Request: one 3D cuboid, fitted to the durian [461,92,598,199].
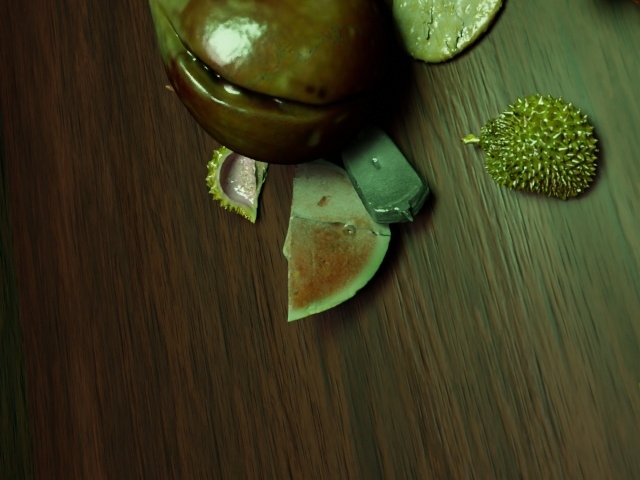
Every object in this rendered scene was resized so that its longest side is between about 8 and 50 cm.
[{"bbox_3d":[0.295,-0.145,0.816,0.208,0.102,0.147,21,109,43],"label":"durian"}]

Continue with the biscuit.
[{"bbox_3d":[0.211,-0.412,0.937,0.219,0.033,0.220,-2,87,41],"label":"biscuit"}]

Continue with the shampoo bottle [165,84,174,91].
[{"bbox_3d":[-0.317,-0.483,1.367,0.085,0.085,0.245,28,106,38],"label":"shampoo bottle"}]

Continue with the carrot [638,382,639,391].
[{"bbox_3d":[0.506,0.260,0.650,0.271,0.062,0.066,24,137,43],"label":"carrot"}]

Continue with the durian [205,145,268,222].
[{"bbox_3d":[-0.181,-0.153,1.241,0.132,0.165,0.183,8,124,2],"label":"durian"}]

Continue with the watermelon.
[{"bbox_3d":[0.000,0.000,1.029,0.256,0.175,0.260,32,124,40],"label":"watermelon"}]

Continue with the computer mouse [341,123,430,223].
[{"bbox_3d":[0.113,-0.112,0.983,0.113,0.068,0.229,-29,62,6],"label":"computer mouse"}]

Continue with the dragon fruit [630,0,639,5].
[{"bbox_3d":[0.393,-0.395,0.643,0.291,0.250,0.269,8,126,58],"label":"dragon fruit"}]

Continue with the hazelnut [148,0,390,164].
[{"bbox_3d":[-0.080,-0.329,0.960,0.402,0.402,0.430,-32,54,36],"label":"hazelnut"}]
